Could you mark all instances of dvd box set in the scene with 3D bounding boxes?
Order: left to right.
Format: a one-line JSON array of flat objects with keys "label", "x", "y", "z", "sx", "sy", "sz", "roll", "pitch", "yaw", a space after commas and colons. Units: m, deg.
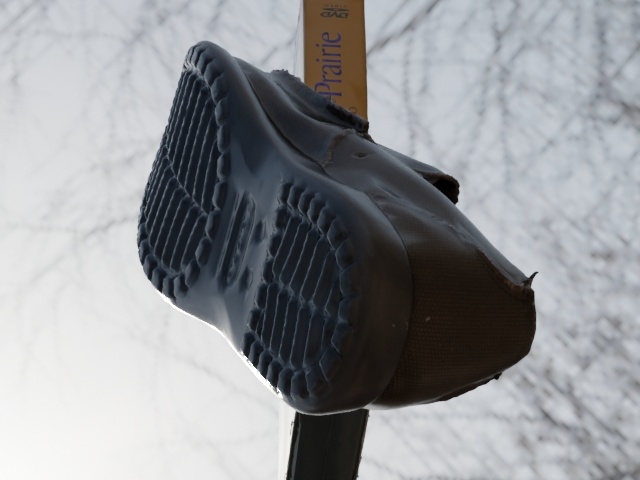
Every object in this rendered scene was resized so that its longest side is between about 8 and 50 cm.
[{"label": "dvd box set", "x": 0.000, "y": 0.027, "z": 1.703, "sx": 0.062, "sy": 0.420, "sz": 0.307, "roll": 3, "pitch": -37, "yaw": -4}]

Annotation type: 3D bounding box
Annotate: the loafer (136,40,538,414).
[{"label": "loafer", "x": 0.000, "y": 0.000, "z": 1.006, "sx": 0.130, "sy": 0.366, "sz": 0.134, "roll": 11, "pitch": -71, "yaw": -24}]
